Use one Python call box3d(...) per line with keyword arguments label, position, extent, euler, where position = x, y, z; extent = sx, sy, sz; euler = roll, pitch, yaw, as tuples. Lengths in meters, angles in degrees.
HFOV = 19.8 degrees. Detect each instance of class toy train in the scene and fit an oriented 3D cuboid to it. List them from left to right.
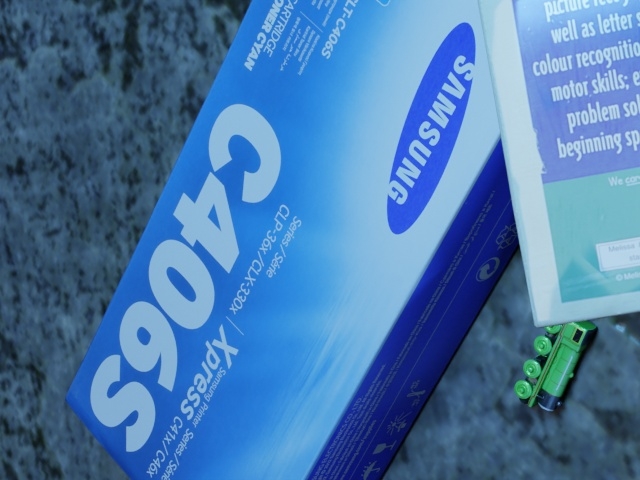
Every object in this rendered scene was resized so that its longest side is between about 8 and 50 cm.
box3d(label="toy train", position=(0.117, 0.045, 0.871), extent=(0.023, 0.017, 0.083), euler=(31, 114, 24))

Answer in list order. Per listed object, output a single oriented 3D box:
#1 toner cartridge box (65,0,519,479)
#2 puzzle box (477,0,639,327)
box3d(label="toner cartridge box", position=(0.000, 0.000, 0.932), extent=(0.165, 0.075, 0.348), euler=(43, 121, 29))
box3d(label="puzzle box", position=(0.245, -0.136, 0.598), extent=(0.409, 0.052, 0.272), euler=(-10, 88, 16))
